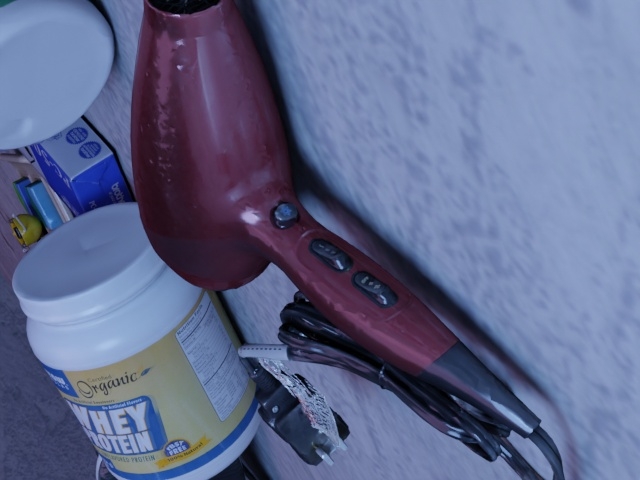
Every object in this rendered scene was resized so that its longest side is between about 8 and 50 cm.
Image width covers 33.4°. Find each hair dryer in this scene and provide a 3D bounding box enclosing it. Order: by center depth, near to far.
[{"bbox_3d":[0.000,0.000,0.511,0.223,0.080,0.293,-4,125,51],"label":"hair dryer"}]

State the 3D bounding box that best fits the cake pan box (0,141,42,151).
[{"bbox_3d":[-0.331,-0.167,0.775,0.070,0.246,0.267,-40,84,32],"label":"cake pan box"}]

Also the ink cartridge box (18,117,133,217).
[{"bbox_3d":[-0.241,-0.094,0.950,0.207,0.046,0.097,44,160,31],"label":"ink cartridge box"}]

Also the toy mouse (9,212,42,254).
[{"bbox_3d":[-0.327,0.032,1.282,0.143,0.031,0.161,62,160,-5],"label":"toy mouse"}]

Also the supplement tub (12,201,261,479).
[{"bbox_3d":[-0.142,0.085,0.845,0.144,0.144,0.200,30,149,53],"label":"supplement tub"}]

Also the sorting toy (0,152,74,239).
[{"bbox_3d":[-0.322,-0.014,1.298,0.208,0.038,0.193,61,161,-17],"label":"sorting toy"}]

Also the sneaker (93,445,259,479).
[{"bbox_3d":[-0.161,0.217,1.179,0.447,0.169,0.257,79,165,-51],"label":"sneaker"}]

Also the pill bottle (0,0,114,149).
[{"bbox_3d":[-0.238,-0.167,0.703,0.208,0.117,0.117,47,160,23],"label":"pill bottle"}]

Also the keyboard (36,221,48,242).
[{"bbox_3d":[-0.357,0.026,1.476,0.192,0.038,0.100,92,160,-68],"label":"keyboard"}]
